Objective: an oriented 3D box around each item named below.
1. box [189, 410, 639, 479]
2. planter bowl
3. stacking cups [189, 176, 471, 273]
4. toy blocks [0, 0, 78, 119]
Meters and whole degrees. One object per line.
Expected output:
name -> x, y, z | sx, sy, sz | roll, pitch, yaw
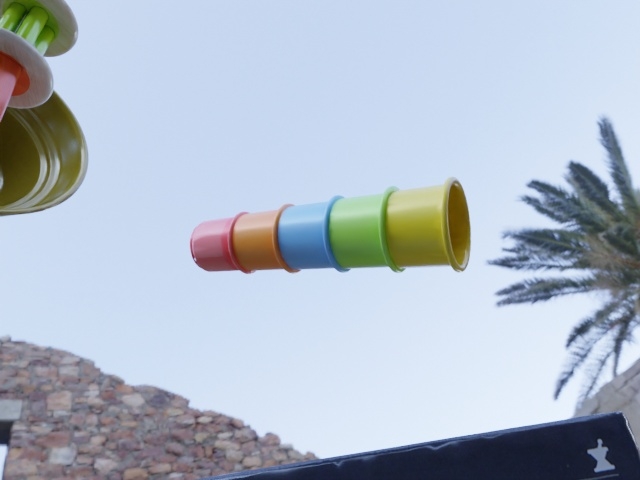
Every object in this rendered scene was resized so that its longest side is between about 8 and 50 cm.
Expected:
box -> 0.032, 0.292, 0.301 | 0.343, 0.312, 0.179 | -8, -29, -2
planter bowl -> -0.345, -0.092, 0.525 | 0.217, 0.217, 0.090 | 28, -52, -36
stacking cups -> 0.000, 0.000, 0.613 | 0.316, 0.096, 0.096 | -7, -41, 30
toy blocks -> -0.208, -0.076, 0.289 | 0.123, 0.148, 0.054 | 1, -36, 3
